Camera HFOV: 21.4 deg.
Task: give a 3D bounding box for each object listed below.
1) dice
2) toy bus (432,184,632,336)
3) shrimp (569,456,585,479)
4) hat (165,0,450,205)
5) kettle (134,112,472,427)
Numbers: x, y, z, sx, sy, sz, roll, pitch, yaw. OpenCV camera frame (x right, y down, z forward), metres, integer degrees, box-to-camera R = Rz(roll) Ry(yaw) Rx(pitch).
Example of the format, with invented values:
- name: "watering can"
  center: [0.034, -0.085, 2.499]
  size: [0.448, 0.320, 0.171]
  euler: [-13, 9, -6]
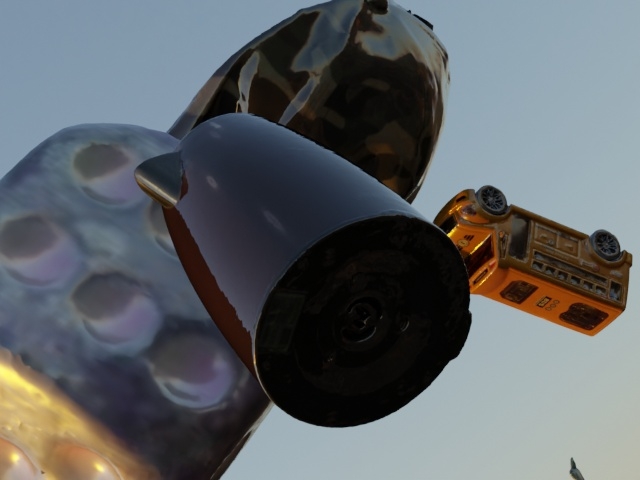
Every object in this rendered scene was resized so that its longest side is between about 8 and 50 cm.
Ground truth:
- name: "dice"
  center: [-0.173, 0.091, 1.359]
  size: [0.270, 0.270, 0.271]
  euler: [-53, -2, -40]
- name: "toy bus"
  center: [0.205, 0.022, 1.656]
  size: [0.083, 0.194, 0.088]
  euler: [130, 155, -51]
- name: "shrimp"
  center: [0.282, 0.213, 1.273]
  size: [0.172, 0.137, 0.372]
  euler: [9, -49, -16]
- name: "hat"
  center: [0.050, -0.030, 1.664]
  size: [0.366, 0.381, 0.257]
  euler: [-24, -2, -42]
- name: "kettle"
  center: [0.000, 0.000, 1.102]
  size: [0.202, 0.232, 0.144]
  euler: [3, -65, -29]
